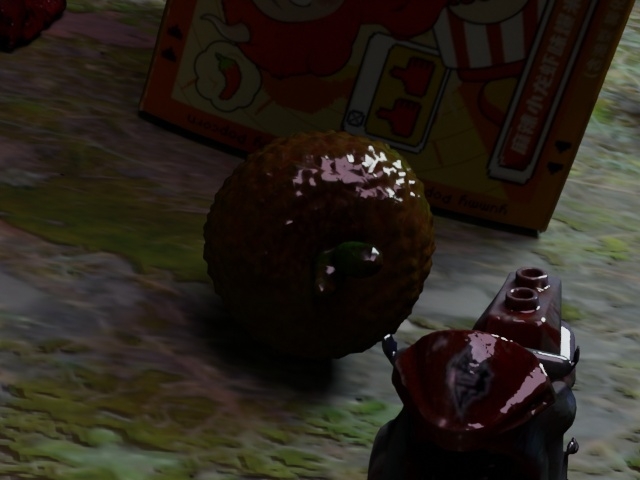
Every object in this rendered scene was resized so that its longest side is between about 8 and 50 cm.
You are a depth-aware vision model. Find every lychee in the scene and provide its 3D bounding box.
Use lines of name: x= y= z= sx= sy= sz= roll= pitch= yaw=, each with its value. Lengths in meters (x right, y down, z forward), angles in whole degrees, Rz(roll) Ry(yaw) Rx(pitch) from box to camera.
lychee: x=0.000 y=0.000 z=0.946 sx=0.114 sy=0.114 sz=0.146 roll=12 pitch=13 yaw=-11

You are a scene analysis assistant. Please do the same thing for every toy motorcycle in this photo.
toy motorcycle: x=0.071 y=0.071 z=0.852 sx=0.082 sy=0.122 sz=0.213 roll=9 pitch=24 yaw=13

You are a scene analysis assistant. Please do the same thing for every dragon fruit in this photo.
dragon fruit: x=-0.208 y=-0.167 z=1.189 sx=0.097 sy=0.063 sz=0.131 roll=20 pitch=27 yaw=5

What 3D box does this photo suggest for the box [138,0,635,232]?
box: x=0.058 y=-0.196 z=1.163 sx=0.259 sy=0.283 sz=0.214 roll=17 pitch=28 yaw=-2
